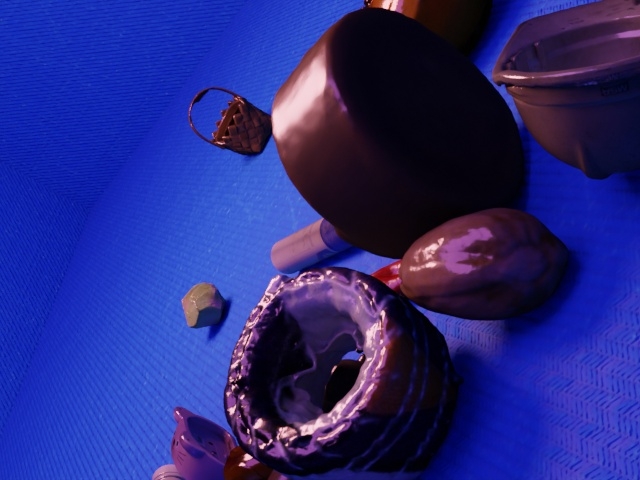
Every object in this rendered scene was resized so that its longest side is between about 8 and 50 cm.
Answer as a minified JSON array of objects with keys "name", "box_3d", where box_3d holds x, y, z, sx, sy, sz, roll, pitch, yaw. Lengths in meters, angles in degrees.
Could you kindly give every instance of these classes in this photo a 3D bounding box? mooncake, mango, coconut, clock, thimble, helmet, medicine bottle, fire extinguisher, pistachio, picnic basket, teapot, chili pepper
[{"name":"mooncake","box_3d":[0.085,-0.114,1.135,0.155,0.284,0.284,-43,26,40]},{"name":"mango","box_3d":[0.156,-0.331,1.443,0.236,0.166,0.136,-58,-8,0]},{"name":"coconut","box_3d":[-0.214,0.119,1.842,0.083,0.081,0.082,-27,79,64]},{"name":"clock","box_3d":[-0.171,0.302,1.424,0.050,0.110,0.152,-55,19,4]},{"name":"thimble","box_3d":[0.018,0.142,1.041,0.237,0.150,0.237,-21,51,29]},{"name":"helmet","box_3d":[0.273,-0.133,0.935,0.204,0.137,0.257,-9,23,19]},{"name":"medicine bottle","box_3d":[0.000,0.000,1.514,0.231,0.059,0.059,-25,39,58]},{"name":"fire extinguisher","box_3d":[0.012,0.222,1.149,0.267,0.072,0.089,-61,11,-3]},{"name":"pistachio","box_3d":[0.156,0.025,0.999,0.186,0.108,0.126,-10,8,36]},{"name":"medicine bottle","box_3d":[-0.228,0.390,1.514,0.058,0.058,0.091,-54,20,16]},{"name":"picnic basket","box_3d":[-0.205,-0.265,2.207,0.128,0.179,0.138,-64,20,-10]},{"name":"teapot","box_3d":[-0.062,0.287,1.250,0.129,0.078,0.098,-23,-1,38]},{"name":"chili pepper","box_3d":[0.075,0.064,1.253,0.191,0.050,0.059,-39,10,28]}]

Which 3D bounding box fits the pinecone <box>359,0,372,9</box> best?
[{"name":"pinecone","box_3d":[0.121,-0.343,1.610,0.140,0.140,0.121,-43,-2,40]}]
